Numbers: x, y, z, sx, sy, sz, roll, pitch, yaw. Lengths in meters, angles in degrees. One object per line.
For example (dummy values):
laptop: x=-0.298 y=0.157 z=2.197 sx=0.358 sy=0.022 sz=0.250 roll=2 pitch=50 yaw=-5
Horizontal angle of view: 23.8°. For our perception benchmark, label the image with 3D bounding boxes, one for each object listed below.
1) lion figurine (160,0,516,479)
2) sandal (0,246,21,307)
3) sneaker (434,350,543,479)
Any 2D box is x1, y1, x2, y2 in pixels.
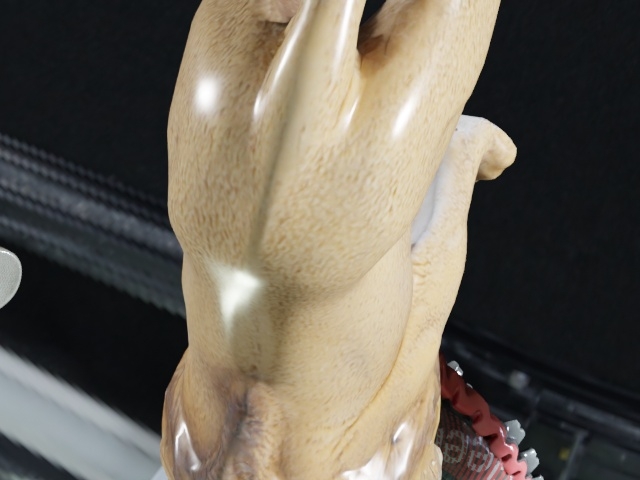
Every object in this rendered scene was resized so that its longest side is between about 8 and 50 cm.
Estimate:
lion figurine: x=0.000 y=0.000 z=0.523 sx=0.142 sy=0.240 sz=0.392 roll=9 pitch=-34 yaw=17
sandal: x=-0.403 y=0.048 z=1.595 sx=0.060 sy=0.219 sz=0.090 roll=16 pitch=-82 yaw=41
sneaker: x=0.065 y=0.140 z=1.157 sx=0.135 sy=0.097 sz=0.276 roll=-44 pitch=-60 yaw=-8
